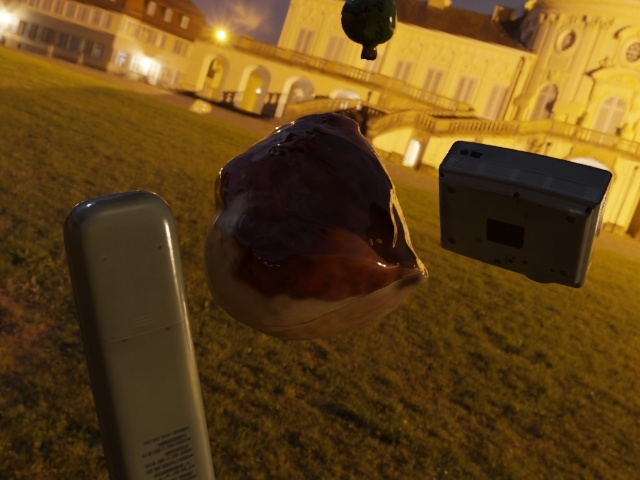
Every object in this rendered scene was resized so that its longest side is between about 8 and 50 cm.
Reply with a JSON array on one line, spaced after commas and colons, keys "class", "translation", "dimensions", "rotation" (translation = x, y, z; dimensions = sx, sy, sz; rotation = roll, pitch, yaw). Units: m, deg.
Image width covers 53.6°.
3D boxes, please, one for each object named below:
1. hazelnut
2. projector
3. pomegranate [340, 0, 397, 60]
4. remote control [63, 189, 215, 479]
[{"class": "hazelnut", "translation": [0.000, 0.000, 0.690], "dimensions": [0.241, 0.261, 0.261], "rotation": [6, 4, 17]}, {"class": "projector", "translation": [0.188, -0.023, 0.608], "dimensions": [0.147, 0.061, 0.115], "rotation": [18, -37, 27]}, {"class": "pomegranate", "translation": [0.117, -0.537, 1.568], "dimensions": [0.143, 0.169, 0.122], "rotation": [13, 9, 15]}, {"class": "remote control", "translation": [-0.142, 0.114, 0.519], "dimensions": [0.090, 0.310, 0.038], "rotation": [-15, 18, -29]}]
